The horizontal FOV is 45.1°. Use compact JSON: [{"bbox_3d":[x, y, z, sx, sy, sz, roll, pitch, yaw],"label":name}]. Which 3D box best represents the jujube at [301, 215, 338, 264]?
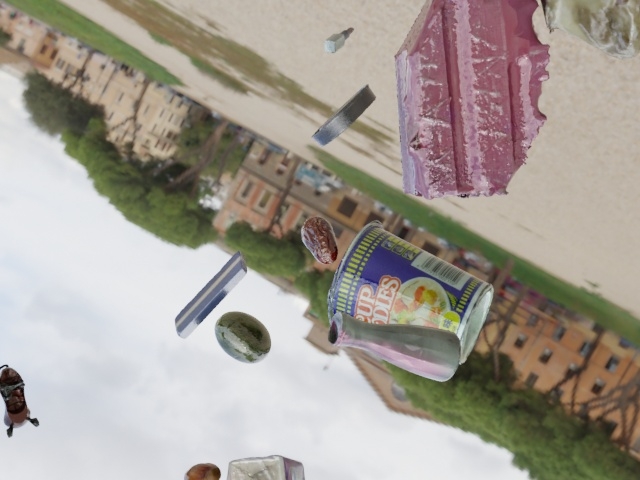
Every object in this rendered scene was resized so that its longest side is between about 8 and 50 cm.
[{"bbox_3d":[0.000,0.000,1.737,0.077,0.077,0.129,25,-152,-38],"label":"jujube"}]

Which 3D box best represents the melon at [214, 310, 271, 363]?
[{"bbox_3d":[-0.187,0.242,1.899,0.167,0.114,0.114,44,177,-26],"label":"melon"}]

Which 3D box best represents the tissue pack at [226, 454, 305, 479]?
[{"bbox_3d":[-0.123,0.667,1.915,0.160,0.242,0.338,-7,160,5],"label":"tissue pack"}]

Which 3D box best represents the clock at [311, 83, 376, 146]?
[{"bbox_3d":[0.056,-0.294,1.829,0.040,0.184,0.184,46,-178,-9],"label":"clock"}]

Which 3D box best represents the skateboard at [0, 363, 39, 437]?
[{"bbox_3d":[-0.642,0.327,1.608,0.067,0.151,0.080,-17,-156,-32],"label":"skateboard"}]

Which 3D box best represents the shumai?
[{"bbox_3d":[0.373,-0.338,1.082,0.201,0.120,0.201,-18,-90,-73],"label":"shumai"}]

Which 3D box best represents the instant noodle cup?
[{"bbox_3d":[0.218,0.134,1.774,0.312,0.284,0.284,21,-179,23],"label":"instant noodle cup"}]

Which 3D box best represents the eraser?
[{"bbox_3d":[-0.237,0.120,1.687,0.036,0.225,0.082,42,173,9],"label":"eraser"}]

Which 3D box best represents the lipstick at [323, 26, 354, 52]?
[{"bbox_3d":[0.042,-0.410,1.557,0.025,0.025,0.107,11,-142,25],"label":"lipstick"}]

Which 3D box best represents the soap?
[{"bbox_3d":[0.218,-0.227,1.141,0.220,0.324,0.127,-8,-164,-8],"label":"soap"}]

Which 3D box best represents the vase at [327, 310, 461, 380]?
[{"bbox_3d":[0.121,0.169,1.277,0.214,0.086,0.086,16,-172,-17],"label":"vase"}]

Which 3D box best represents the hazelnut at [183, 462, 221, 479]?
[{"bbox_3d":[-0.277,0.555,1.792,0.086,0.086,0.086,29,-175,-3],"label":"hazelnut"}]
